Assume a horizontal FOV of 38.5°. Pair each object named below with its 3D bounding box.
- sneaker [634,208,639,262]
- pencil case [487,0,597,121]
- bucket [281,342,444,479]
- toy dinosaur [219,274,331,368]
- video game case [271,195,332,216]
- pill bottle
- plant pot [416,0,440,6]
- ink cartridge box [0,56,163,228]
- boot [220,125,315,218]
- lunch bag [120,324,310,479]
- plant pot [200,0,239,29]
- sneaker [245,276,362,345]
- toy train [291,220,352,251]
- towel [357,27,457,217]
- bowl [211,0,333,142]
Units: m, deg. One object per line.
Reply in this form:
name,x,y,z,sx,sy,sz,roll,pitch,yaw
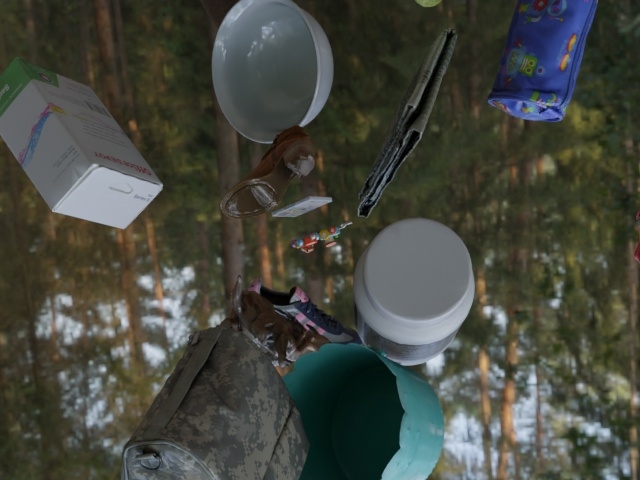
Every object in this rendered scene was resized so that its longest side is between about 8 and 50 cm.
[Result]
sneaker,0.664,-0.065,1.716,0.136,0.314,0.116,-14,-142,-11
pencil case,0.361,-0.334,1.403,0.119,0.306,0.133,13,-172,-39
bucket,0.066,0.318,1.578,0.281,0.281,0.183,-1,165,35
toy dinosaur,-0.107,0.161,1.746,0.127,0.295,0.200,-21,-151,22
video game case,-0.044,-0.080,2.183,0.122,0.011,0.087,-22,167,36
pill bottle,0.158,0.095,1.598,0.204,0.204,0.361,-6,164,0
plant pot,0.314,-0.597,1.757,0.254,0.276,0.276,4,-168,30
ink cartridge box,-0.332,-0.127,1.231,0.093,0.212,0.154,-47,157,12
boot,-0.094,-0.125,1.645,0.197,0.073,0.152,-30,-153,8
lunch bag,-0.166,0.308,1.410,0.212,0.256,0.305,-6,-152,21
plant pot,-0.208,-0.601,2.121,0.215,0.230,0.215,-13,173,-2
sneaker,-0.037,0.183,2.193,0.319,0.131,0.112,16,-158,-10
toy train,0.000,0.000,2.236,0.166,0.046,0.125,-19,-179,-34
towel,0.168,-0.243,1.900,0.056,0.324,0.312,26,142,-5
bowl,-0.075,-0.351,1.868,0.298,0.298,0.134,0,-172,40
